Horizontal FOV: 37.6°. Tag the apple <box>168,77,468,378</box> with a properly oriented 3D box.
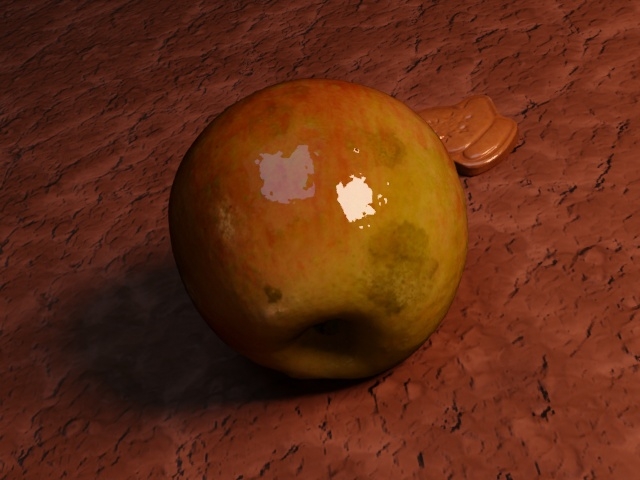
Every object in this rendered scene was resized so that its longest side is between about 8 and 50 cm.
[{"bbox_3d":[0.000,0.000,0.764,0.246,0.246,0.226,-19,55,3],"label":"apple"}]

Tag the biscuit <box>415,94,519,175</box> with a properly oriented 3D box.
[{"bbox_3d":[0.140,-0.115,0.971,0.140,0.023,0.118,12,48,38],"label":"biscuit"}]
